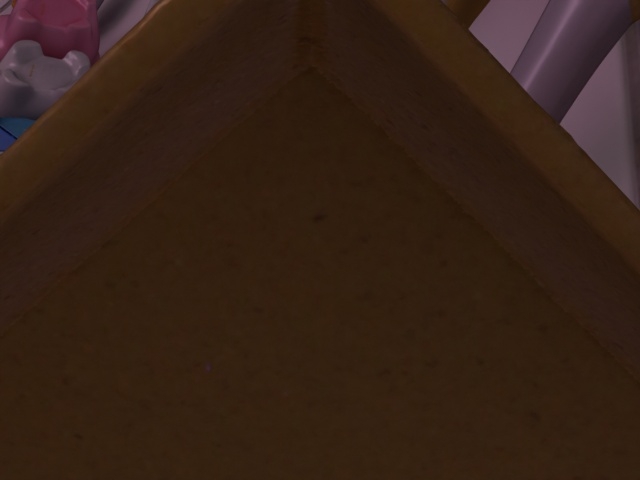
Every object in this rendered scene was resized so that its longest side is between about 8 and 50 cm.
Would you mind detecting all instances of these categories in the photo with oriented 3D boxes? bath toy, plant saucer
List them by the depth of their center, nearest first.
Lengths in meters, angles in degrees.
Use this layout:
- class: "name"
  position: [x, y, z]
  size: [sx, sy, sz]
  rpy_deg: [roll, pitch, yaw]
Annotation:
- class: "plant saucer"
  position: [-0.007, 0.109, 0.436]
  size: [0.333, 0.333, 0.081]
  rpy_deg: [-39, 22, 21]
- class: "bath toy"
  position: [-0.278, -0.166, 1.375]
  size: [0.348, 0.151, 0.129]
  rpy_deg: [-84, 7, -46]

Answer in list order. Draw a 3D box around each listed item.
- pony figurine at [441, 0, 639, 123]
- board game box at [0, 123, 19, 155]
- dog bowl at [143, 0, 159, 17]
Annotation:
- class: "pony figurine"
  position: [0.000, 0.000, 0.616]
  size: [0.351, 0.303, 0.363]
  rpy_deg: [16, 86, 31]
- class: "board game box"
  position: [-0.171, 0.044, 0.870]
  size: [0.160, 0.211, 0.039]
  rpy_deg: [-54, 7, -7]
- class: "dog bowl"
  position: [-0.019, -0.215, 1.005]
  size: [0.265, 0.104, 0.265]
  rpy_deg: [-51, 19, 26]
